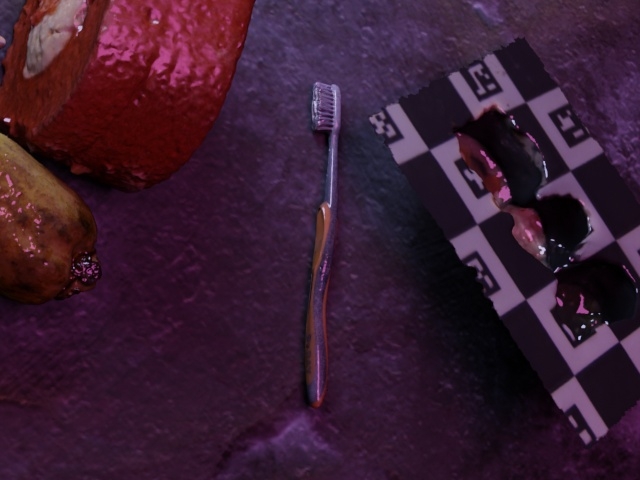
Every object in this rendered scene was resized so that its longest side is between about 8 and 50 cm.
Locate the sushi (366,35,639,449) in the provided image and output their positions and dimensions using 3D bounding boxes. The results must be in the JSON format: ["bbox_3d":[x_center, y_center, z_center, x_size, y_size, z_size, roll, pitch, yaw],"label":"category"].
[{"bbox_3d":[0.202,0.007,1.573,0.296,0.100,0.373,-31,86,-45],"label":"sushi"}]

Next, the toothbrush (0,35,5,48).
[{"bbox_3d":[-0.425,-0.211,1.230,0.375,0.028,0.037,17,61,-30],"label":"toothbrush"}]

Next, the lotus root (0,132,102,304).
[{"bbox_3d":[-0.252,-0.032,1.241,0.190,0.094,0.108,56,33,-30],"label":"lotus root"}]

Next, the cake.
[{"bbox_3d":[-0.161,-0.188,1.314,0.151,0.177,0.282,24,67,-27],"label":"cake"}]

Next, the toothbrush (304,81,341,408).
[{"bbox_3d":[0.003,0.001,1.471,0.031,0.023,0.321,9,72,-25],"label":"toothbrush"}]
